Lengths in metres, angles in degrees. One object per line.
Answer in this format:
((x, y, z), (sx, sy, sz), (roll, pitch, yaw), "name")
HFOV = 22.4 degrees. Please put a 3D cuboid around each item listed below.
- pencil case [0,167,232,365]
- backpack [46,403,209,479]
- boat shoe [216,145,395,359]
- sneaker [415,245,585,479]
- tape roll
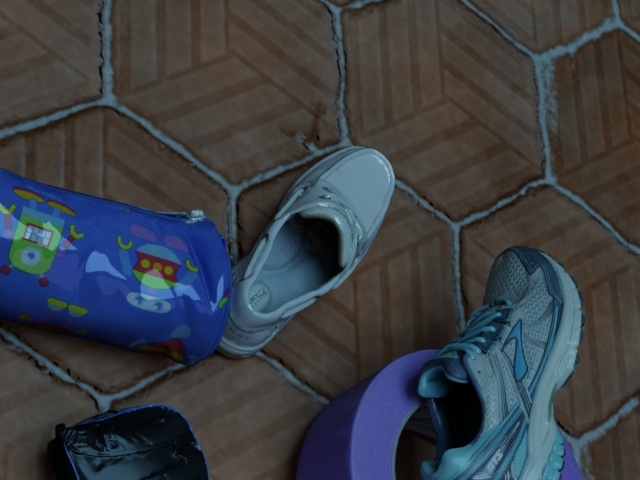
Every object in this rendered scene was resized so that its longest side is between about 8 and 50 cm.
((-0.215, 0.011, 1.341), (0.306, 0.119, 0.133), (16, 87, -26), "pencil case")
((-0.158, 0.189, 1.325), (0.114, 0.084, 0.105), (-17, 80, -31), "backpack")
((0.000, 0.000, 1.496), (0.098, 0.096, 0.277), (45, 54, -8), "boat shoe")
((0.152, 0.111, 1.421), (0.122, 0.110, 0.283), (25, 50, -20), "sneaker")
((0.114, 0.240, 1.449), (0.275, 0.090, 0.275), (19, 55, -29), "tape roll")
